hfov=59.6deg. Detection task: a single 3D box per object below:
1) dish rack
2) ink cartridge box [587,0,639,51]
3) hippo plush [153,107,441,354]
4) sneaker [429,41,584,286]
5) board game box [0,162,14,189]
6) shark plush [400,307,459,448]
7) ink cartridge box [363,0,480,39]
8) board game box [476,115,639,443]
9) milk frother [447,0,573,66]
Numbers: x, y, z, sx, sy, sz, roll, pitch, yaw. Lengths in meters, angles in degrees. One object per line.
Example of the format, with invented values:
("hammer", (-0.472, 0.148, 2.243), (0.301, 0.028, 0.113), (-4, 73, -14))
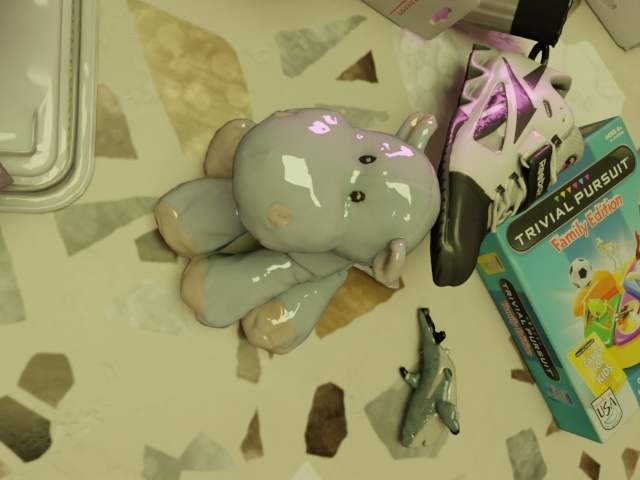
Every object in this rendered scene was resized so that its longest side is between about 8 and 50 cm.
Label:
("dish rack", (-0.373, -0.173, 0.483), (0.333, 0.072, 0.285), (2, 88, -19))
("ink cartridge box", (0.492, -0.440, 0.789), (0.198, 0.115, 0.273), (46, 74, -12))
("hippo plush", (0.000, 0.000, 0.521), (0.294, 0.237, 0.234), (18, 81, -19))
("sneaker", (0.204, -0.088, 0.598), (0.146, 0.122, 0.330), (15, 60, 13))
("board game box", (-0.454, -0.096, 0.377), (0.318, 0.066, 0.318), (-34, 98, -18))
("shark plush", (0.126, 0.163, 0.661), (0.067, 0.073, 0.161), (-2, 93, 10))
("ink cartridge box", (0.084, -0.322, 0.633), (0.198, 0.115, 0.067), (27, 78, -18))
("board game box", (0.354, 0.046, 0.735), (0.254, 0.079, 0.336), (-32, 99, -19))
("milk frother", (0.232, -0.268, 0.701), (0.135, 0.129, 0.143), (21, 112, 16))
